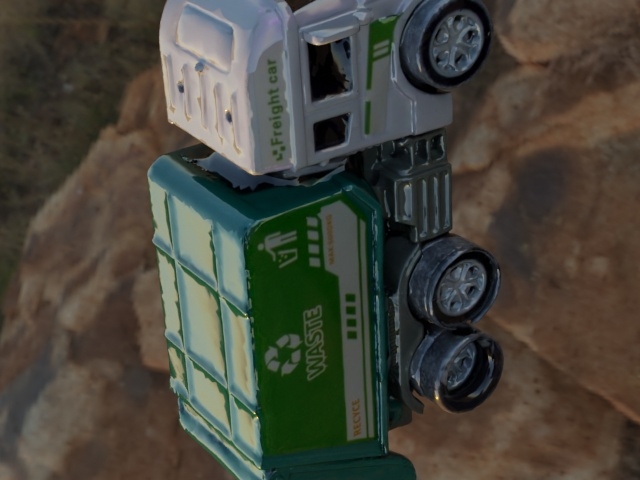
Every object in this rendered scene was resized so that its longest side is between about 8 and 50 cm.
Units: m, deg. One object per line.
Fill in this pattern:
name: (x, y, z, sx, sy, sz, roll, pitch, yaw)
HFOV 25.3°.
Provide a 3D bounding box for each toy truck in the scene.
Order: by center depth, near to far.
toy truck: (0.000, 0.000, 0.602, 0.114, 0.124, 0.253, 33, 136, 48)
